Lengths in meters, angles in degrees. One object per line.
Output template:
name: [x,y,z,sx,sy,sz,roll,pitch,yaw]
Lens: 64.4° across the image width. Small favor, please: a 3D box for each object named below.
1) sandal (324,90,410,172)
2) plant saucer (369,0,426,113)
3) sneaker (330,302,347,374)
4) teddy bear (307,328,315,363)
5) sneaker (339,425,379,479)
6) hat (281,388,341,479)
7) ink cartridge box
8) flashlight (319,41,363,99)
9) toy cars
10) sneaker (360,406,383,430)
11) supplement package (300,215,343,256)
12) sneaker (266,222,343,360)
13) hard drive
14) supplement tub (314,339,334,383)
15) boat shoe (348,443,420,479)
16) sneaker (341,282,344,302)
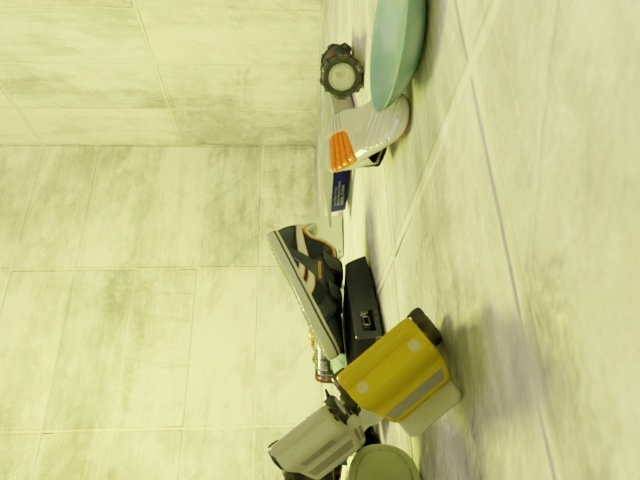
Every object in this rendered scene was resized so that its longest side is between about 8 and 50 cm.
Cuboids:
sandal: [0.082,-0.161,0.803,0.265,0.076,0.101,-178,93,-66]
plant saucer: [0.099,-0.258,0.638,0.195,0.038,0.194,-177,90,-83]
sneaker: [0.048,0.200,1.207,0.255,0.094,0.151,-107,8,-46]
teddy bear: [0.014,0.325,1.799,0.338,0.113,0.244,179,93,-87]
sneaker: [0.070,0.412,0.910,0.234,0.084,0.097,-95,6,-58]
hat: [-0.018,0.482,1.102,0.331,0.134,0.330,174,90,-89]
ink cartridge box: [0.049,-0.260,1.453,0.330,0.072,0.324,-98,8,-48]
flashlight: [0.041,-0.426,1.260,0.304,0.103,0.103,-99,6,-65]
toy cars: [0.048,0.194,0.559,0.087,0.177,0.393,51,141,19]
sneaker: [0.086,0.298,0.900,0.070,0.051,0.134,-36,-19,-49]
supplement package: [0.000,0.000,1.743,0.244,0.139,0.133,120,148,-82]
sneaker: [-0.003,0.086,1.065,0.126,0.128,0.321,81,164,-58]
hard drive: [0.078,0.163,1.011,0.254,0.054,0.171,-95,5,-58]
supplement tub: [0.036,0.285,1.393,0.106,0.106,0.197,116,154,-84]
boat shoe: [0.067,0.401,0.547,0.340,0.127,0.113,-92,1,-55]
sneaker: [0.045,0.215,1.568,0.132,0.086,0.228,-86,9,-50]
